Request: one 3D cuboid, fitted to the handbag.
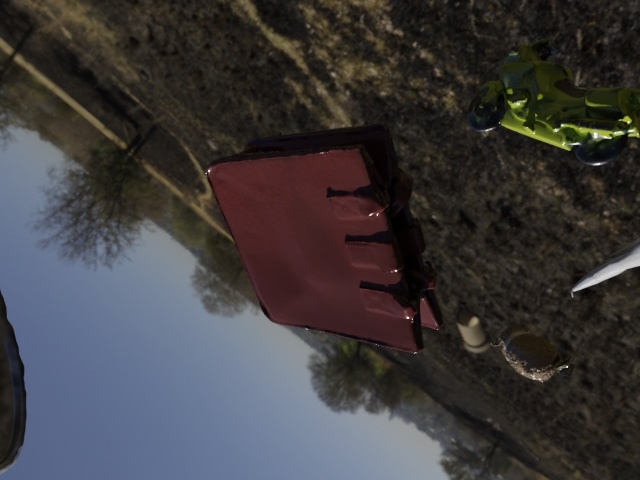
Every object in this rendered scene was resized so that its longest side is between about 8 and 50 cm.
[{"bbox_3d":[0.001,-0.001,0.725,0.275,0.084,0.260,1,118,46],"label":"handbag"}]

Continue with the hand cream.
[{"bbox_3d":[0.445,0.007,0.808,0.076,0.121,0.336,54,170,11],"label":"hand cream"}]

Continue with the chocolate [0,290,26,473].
[{"bbox_3d":[-0.284,0.077,0.277,0.080,0.254,0.157,-17,88,41],"label":"chocolate"}]

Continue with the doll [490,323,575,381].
[{"bbox_3d":[0.521,0.283,1.461,0.221,0.114,0.105,33,139,57],"label":"doll"}]

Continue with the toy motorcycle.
[{"bbox_3d":[0.444,-0.268,1.131,0.142,0.206,0.342,6,-162,-43],"label":"toy motorcycle"}]
